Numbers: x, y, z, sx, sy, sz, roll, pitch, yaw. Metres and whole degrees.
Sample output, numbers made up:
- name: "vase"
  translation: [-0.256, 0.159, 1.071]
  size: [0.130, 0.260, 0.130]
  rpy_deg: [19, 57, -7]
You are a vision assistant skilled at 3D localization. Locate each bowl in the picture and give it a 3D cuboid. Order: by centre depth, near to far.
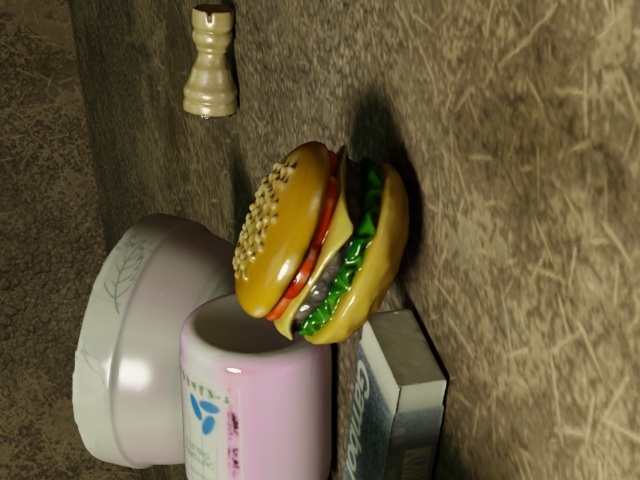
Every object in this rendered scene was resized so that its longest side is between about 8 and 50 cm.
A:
- name: "bowl"
  translation: [-0.141, 0.121, 1.583]
  size: [0.287, 0.144, 0.287]
  rpy_deg: [12, -90, -71]

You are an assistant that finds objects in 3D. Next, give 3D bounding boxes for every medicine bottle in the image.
- name: "medicine bottle"
  translation: [-0.064, 0.190, 1.439]
  size: [0.152, 0.152, 0.254]
  rpy_deg: [-123, 31, -58]

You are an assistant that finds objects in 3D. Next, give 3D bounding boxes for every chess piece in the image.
- name: "chess piece"
  translation: [-0.123, -0.206, 1.644]
  size: [0.066, 0.066, 0.122]
  rpy_deg: [-126, 38, -61]

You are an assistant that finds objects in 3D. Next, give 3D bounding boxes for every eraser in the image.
- name: "eraser"
  translation: [0.058, 0.163, 1.176]
  size: [0.092, 0.046, 0.212]
  rpy_deg: [-114, 22, -46]

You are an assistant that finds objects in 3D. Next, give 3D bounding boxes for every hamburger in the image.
- name: "hamburger"
  translation: [0.000, 0.000, 1.125]
  size: [0.162, 0.115, 0.162]
  rpy_deg: [-59, 16, 29]
